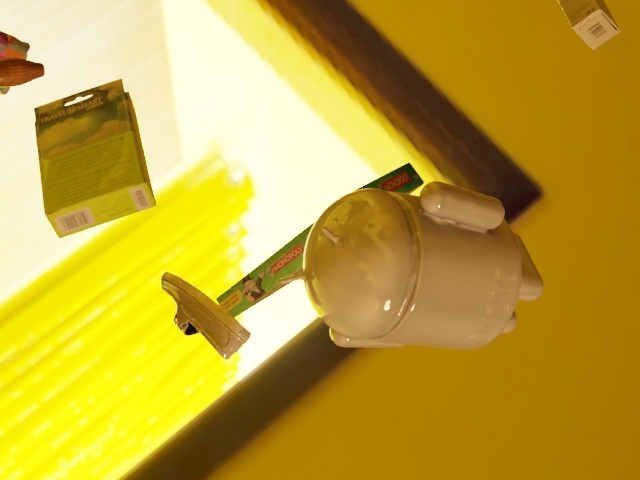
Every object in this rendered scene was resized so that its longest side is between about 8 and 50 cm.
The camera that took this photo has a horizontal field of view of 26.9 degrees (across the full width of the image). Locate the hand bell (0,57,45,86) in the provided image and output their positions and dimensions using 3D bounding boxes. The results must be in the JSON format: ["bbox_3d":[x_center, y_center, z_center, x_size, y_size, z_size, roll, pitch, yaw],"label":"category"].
[{"bbox_3d":[-0.480,-0.217,1.767,0.126,0.242,0.126,24,-61,53],"label":"hand bell"}]

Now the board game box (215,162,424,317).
[{"bbox_3d":[0.000,0.000,2.121,0.317,0.213,0.046,-37,-94,30],"label":"board game box"}]

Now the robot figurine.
[{"bbox_3d":[0.125,0.039,1.790,0.300,0.353,0.200,-61,-144,33],"label":"robot figurine"}]

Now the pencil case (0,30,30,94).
[{"bbox_3d":[-0.565,-0.315,2.056,0.236,0.104,0.104,26,-10,-24],"label":"pencil case"}]

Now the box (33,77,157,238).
[{"bbox_3d":[-0.240,-0.089,1.404,0.178,0.109,0.042,-108,180,-45],"label":"box"}]

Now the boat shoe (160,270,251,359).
[{"bbox_3d":[-0.173,0.107,1.884,0.184,0.063,0.066,35,-7,31],"label":"boat shoe"}]

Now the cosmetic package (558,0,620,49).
[{"bbox_3d":[0.313,-0.292,1.614,0.060,0.041,0.115,30,33,-47],"label":"cosmetic package"}]
